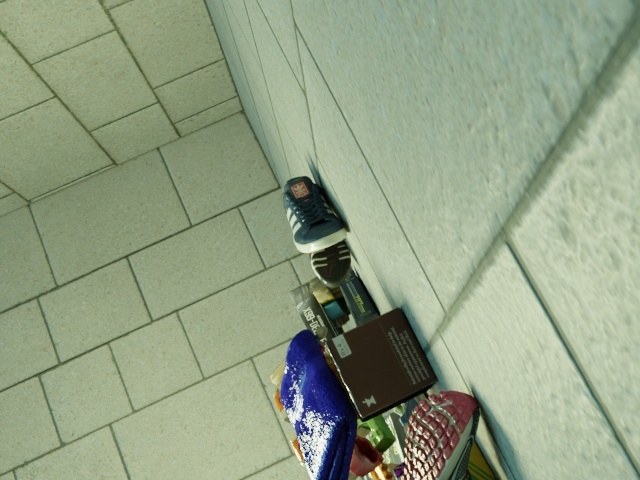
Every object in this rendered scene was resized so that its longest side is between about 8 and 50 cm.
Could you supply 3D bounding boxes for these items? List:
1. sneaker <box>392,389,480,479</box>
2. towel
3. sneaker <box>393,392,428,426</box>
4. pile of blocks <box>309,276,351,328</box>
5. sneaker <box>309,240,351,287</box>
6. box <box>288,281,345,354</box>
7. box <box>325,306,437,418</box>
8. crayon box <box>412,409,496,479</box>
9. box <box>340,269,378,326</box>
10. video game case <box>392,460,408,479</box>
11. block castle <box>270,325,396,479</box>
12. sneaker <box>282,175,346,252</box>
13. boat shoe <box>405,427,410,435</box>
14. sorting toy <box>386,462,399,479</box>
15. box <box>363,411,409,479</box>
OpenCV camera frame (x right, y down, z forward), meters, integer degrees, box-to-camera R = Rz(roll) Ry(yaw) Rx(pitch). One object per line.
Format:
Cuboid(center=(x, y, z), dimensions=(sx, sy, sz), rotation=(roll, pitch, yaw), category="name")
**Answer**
Cuboid(center=(0.195, 0.362, 1.118), dimensions=(0.121, 0.112, 0.299), rotation=(-118, 35, -55), category="sneaker")
Cuboid(center=(-0.015, 0.367, 1.524), dimensions=(0.308, 0.076, 0.228), rotation=(-127, 39, -57), category="towel")
Cuboid(center=(0.199, 0.362, 1.678), dimensions=(0.211, 0.081, 0.080), rotation=(-119, 4, -64), category="sneaker")
Cuboid(center=(0.067, 0.175, 2.146), dimensions=(0.149, 0.112, 0.362), rotation=(62, -176, 14), category="pile of blocks")
Cuboid(center=(0.024, 0.063, 1.929), dimensions=(0.281, 0.106, 0.163), rotation=(-104, 6, -48), category="sneaker")
Cuboid(center=(0.009, 0.263, 2.187), dimensions=(0.242, 0.076, 0.307), rotation=(63, -177, 12), category="box")
Cuboid(center=(0.123, 0.263, 1.453), dimensions=(0.203, 0.167, 0.168), rotation=(79, 166, -73), category="box")
Cuboid(center=(0.275, 0.462, 1.272), dimensions=(0.202, 0.081, 0.319), rotation=(72, 172, -56), category="crayon box")
Cuboid(center=(0.127, 0.221, 1.949), dimensions=(0.183, 0.059, 0.233), rotation=(-119, 5, -47), category="box")
Cuboid(center=(0.265, 0.554, 1.438), dimensions=(0.232, 0.042, 0.210), rotation=(19, -143, -49), category="video game case")
Cuboid(center=(0.083, 0.436, 1.772), dimensions=(0.303, 0.213, 0.453), rotation=(28, -161, -36), category="block castle")
Cuboid(center=(-0.033, -0.079, 1.781), dimensions=(0.350, 0.131, 0.148), rotation=(-134, 24, -69), category="sneaker")
Cuboid(center=(0.272, 0.590, 1.775), dimensions=(0.123, 0.123, 0.342), rotation=(70, 174, -47), category="boat shoe")
Cuboid(center=(0.280, 0.673, 1.831), dimensions=(0.038, 0.208, 0.193), rotation=(-64, 27, 19), category="sorting toy")
Cuboid(center=(0.239, 0.744, 2.142), dimensions=(0.318, 0.097, 0.395), rotation=(124, 133, -57), category="box")
